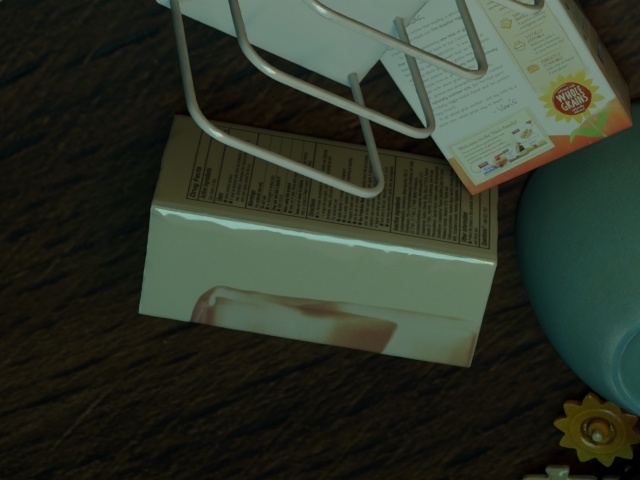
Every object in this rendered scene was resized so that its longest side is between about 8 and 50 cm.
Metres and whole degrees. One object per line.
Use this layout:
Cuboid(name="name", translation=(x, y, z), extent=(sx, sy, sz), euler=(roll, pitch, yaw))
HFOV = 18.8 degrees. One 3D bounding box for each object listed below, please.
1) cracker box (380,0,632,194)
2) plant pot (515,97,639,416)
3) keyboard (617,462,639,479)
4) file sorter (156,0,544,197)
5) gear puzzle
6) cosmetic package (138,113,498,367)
Cuboid(name="cracker box", translation=(0.139, -0.165, 1.605), extent=(0.156, 0.067, 0.232), euler=(-23, 123, 21))
Cuboid(name="plant pot", translation=(0.314, 0.046, 1.669), extent=(0.290, 0.195, 0.290), euler=(3, 127, 3))
Cuboid(name="keyboard", translation=(0.409, 0.151, 1.763), extent=(0.317, 0.201, 0.033), euler=(-33, 83, 21))
Cuboid(name="file sorter", translation=(0.040, -0.197, 1.415), extent=(0.193, 0.173, 0.277), euler=(21, 126, -30))
Cuboid(name="gear puzzle", translation=(0.287, 0.282, 1.952), extent=(0.175, 0.044, 0.339), euler=(-2, 124, 19))
Cuboid(name="cosmetic package", translation=(0.000, 0.000, 1.694), extent=(0.296, 0.153, 0.129), euler=(11, 127, -1))
